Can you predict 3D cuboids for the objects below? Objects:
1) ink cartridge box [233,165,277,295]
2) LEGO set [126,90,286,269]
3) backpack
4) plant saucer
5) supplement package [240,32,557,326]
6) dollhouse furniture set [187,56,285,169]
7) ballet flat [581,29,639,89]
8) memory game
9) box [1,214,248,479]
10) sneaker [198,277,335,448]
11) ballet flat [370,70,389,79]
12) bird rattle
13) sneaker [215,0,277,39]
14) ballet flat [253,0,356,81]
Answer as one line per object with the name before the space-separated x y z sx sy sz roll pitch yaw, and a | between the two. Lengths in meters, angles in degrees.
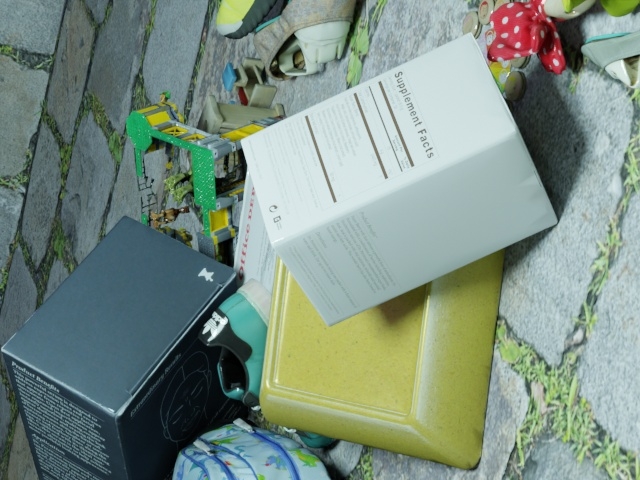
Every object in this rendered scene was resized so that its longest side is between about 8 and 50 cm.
ink cartridge box | 0.000 0.000 2.158 0.307 0.129 0.223 -156 73 -64
LEGO set | -0.154 -0.076 2.392 0.255 0.192 0.331 11 115 45
backpack | -0.097 0.404 2.174 0.355 0.273 0.290 3 89 54
plant saucer | 0.054 0.093 1.902 0.333 0.081 0.332 8 93 36
supplement package | 0.089 -0.067 1.747 0.177 0.293 0.175 58 -169 -48
dollhouse furniture set | -0.148 -0.199 2.525 0.183 0.129 0.129 -111 35 -43
ballet flat | 0.332 -0.185 1.551 0.213 0.072 0.068 170 100 -64
memory game | 0.205 -0.213 1.901 0.186 0.012 0.186 -174 90 -66
box | -0.280 0.217 2.316 0.293 0.212 0.395 -50 -23 -32
sneaker | -0.075 0.193 2.124 0.108 0.121 0.302 35 157 52
ballet flat | 0.095 -0.187 2.061 0.232 0.073 0.080 -152 70 -64
bird rattle | 0.282 -0.297 1.680 0.253 0.143 0.207 131 151 -71
sneaker | -0.086 -0.484 2.391 0.384 0.147 0.145 -59 8 34
ballet flat | -0.012 -0.309 2.313 0.316 0.108 0.106 154 105 -70
